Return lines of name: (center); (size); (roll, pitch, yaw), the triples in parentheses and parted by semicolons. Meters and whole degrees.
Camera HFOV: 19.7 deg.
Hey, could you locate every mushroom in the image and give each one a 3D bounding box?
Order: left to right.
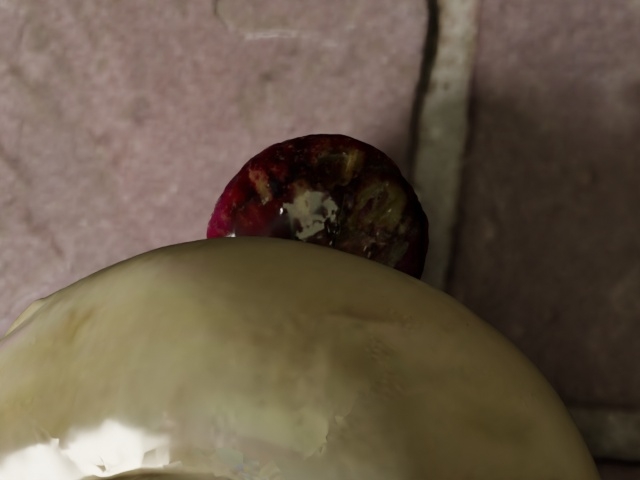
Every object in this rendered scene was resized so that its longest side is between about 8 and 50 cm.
mushroom: (-0.040, 0.158, 0.733); (0.314, 0.336, 0.314); (4, 107, 12)

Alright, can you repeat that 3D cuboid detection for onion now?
onion: (0.000, 0.000, 0.882); (0.107, 0.097, 0.107); (0, 106, -1)
